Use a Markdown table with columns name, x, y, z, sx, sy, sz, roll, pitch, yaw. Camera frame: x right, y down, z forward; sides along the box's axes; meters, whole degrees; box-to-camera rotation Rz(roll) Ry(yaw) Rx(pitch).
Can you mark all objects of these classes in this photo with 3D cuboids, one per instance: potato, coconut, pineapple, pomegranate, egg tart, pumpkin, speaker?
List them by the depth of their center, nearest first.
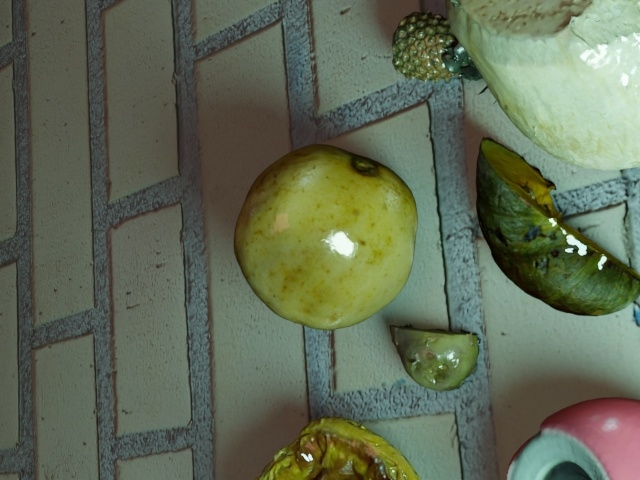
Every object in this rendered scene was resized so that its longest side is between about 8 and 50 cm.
| name | x | y | z | sx | sy | sz | roll | pitch | yaw |
| --- | --- | --- | --- | --- | --- | --- | --- | --- | --- |
| speaker | 0.359 | 0.345 | 1.438 | 0.294 | 0.294 | 0.294 | -7 | 80 | 46 |
| coconut | 0.380 | -0.268 | 1.448 | 0.405 | 0.405 | 0.404 | -7 | 80 | 46 |
| pumpkin | 0.283 | -0.002 | 1.629 | 0.312 | 0.169 | 0.148 | 50 | 117 | 38 |
| pineapple | 0.226 | -0.280 | 1.786 | 0.251 | 0.125 | 0.125 | 17 | 98 | 36 |
| potato | 0.153 | 0.180 | 1.804 | 0.172 | 0.089 | 0.100 | 7 | 93 | 45 |
| egg tart | 0.046 | 0.449 | 1.837 | 0.339 | 0.153 | 0.351 | 50 | 120 | 37 |
| pomegranate | 0.014 | -0.010 | 1.841 | 0.307 | 0.307 | 0.307 | -7 | 80 | 46 |
